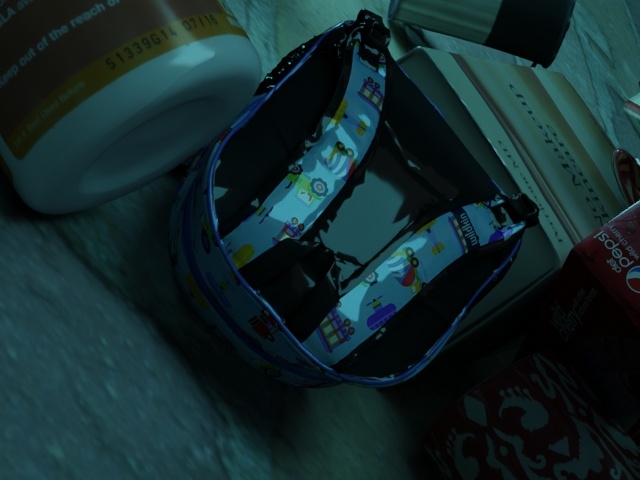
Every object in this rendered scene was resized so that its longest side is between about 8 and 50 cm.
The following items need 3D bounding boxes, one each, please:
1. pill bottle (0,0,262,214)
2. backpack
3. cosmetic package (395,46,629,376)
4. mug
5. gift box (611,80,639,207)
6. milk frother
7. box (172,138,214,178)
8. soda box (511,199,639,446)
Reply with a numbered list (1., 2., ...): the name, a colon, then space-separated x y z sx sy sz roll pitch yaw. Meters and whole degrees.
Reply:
1. pill bottle: -0.128 -0.129 0.869 0.216 0.121 0.121 58 19 10
2. backpack: 0.000 0.000 0.954 0.158 0.117 0.173 49 45 -8
3. cosmetic package: 0.096 -0.018 1.193 0.153 0.129 0.296 58 20 9
4. mug: 0.135 0.158 1.046 0.169 0.113 0.150 55 -13 20
5. gift box: 0.327 -0.032 1.173 0.255 0.258 0.276 59 5 -3
6. milk frother: 0.117 -0.157 1.557 0.135 0.129 0.143 16 59 -4
7. box: -0.106 -0.103 1.020 0.094 0.027 0.137 27 32 -50
8. soda box: 0.173 0.056 1.104 0.083 0.092 0.263 51 -16 14
